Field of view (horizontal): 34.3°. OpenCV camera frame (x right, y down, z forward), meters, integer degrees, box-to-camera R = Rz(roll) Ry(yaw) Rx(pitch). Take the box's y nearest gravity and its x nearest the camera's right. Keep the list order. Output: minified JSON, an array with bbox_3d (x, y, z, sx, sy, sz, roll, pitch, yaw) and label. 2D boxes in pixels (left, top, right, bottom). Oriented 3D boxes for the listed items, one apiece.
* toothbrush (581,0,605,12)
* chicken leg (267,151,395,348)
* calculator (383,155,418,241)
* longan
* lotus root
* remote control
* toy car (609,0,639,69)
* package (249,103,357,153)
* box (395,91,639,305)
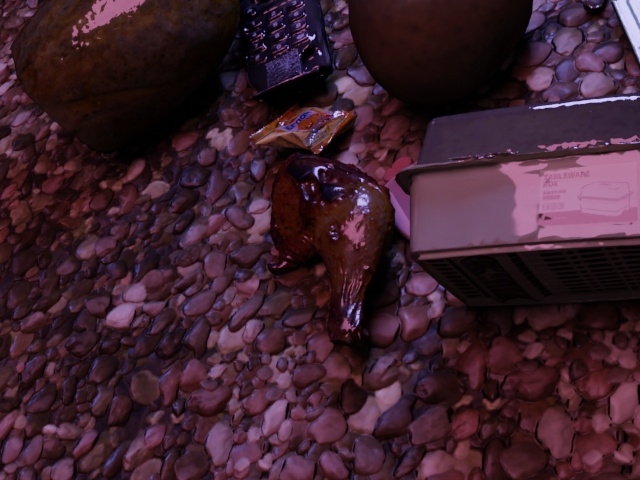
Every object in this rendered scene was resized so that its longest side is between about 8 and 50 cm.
[{"bbox_3d":[0.400,-0.422,1.400,0.030,0.030,0.297,10,63,25],"label":"toothbrush"},{"bbox_3d":[0.009,-0.009,1.274,0.177,0.083,0.322,-54,38,7],"label":"chicken leg"},{"bbox_3d":[0.127,-0.052,1.283,0.103,0.024,0.166,-37,45,1],"label":"calculator"},{"bbox_3d":[0.150,-0.293,1.332,0.246,0.215,0.246,1,94,12],"label":"longan"},{"bbox_3d":[-0.275,-0.313,1.560,0.346,0.250,0.250,-39,46,5],"label":"lotus root"},{"bbox_3d":[-0.057,-0.357,1.591,0.144,0.062,0.399,-22,47,15],"label":"remote control"},{"bbox_3d":[0.422,-0.239,1.201,0.141,0.097,0.321,-21,49,15],"label":"toy car"},{"bbox_3d":[-0.020,-0.155,1.419,0.120,0.031,0.108,12,39,38],"label":"package"},{"bbox_3d":[0.239,-0.035,1.077,0.290,0.220,0.166,-4,67,27],"label":"box"}]
